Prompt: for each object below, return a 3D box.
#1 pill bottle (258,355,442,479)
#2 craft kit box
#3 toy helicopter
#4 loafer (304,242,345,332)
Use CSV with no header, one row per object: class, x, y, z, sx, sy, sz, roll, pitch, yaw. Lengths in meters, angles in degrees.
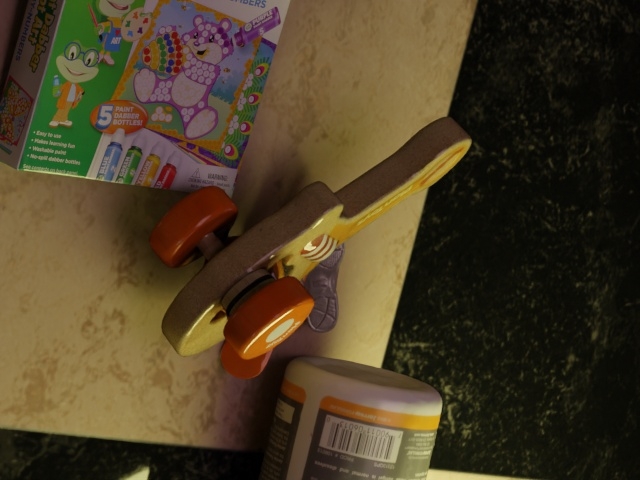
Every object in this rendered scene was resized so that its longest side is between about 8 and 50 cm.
pill bottle,0.014,0.264,1.931,0.162,0.162,0.278,9,96,-45
craft kit box,-0.147,-0.170,1.699,0.250,0.061,0.246,6,103,-45
toy helicopter,0.000,0.000,1.830,0.355,0.140,0.235,-34,164,-23
loafer,-0.001,0.027,1.938,0.045,0.039,0.125,1,101,-9
